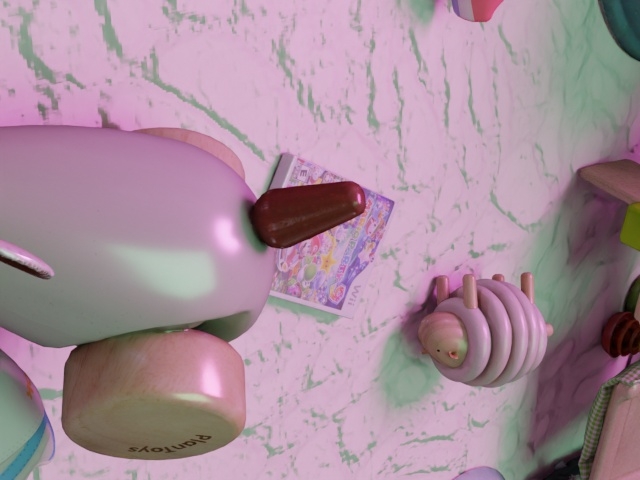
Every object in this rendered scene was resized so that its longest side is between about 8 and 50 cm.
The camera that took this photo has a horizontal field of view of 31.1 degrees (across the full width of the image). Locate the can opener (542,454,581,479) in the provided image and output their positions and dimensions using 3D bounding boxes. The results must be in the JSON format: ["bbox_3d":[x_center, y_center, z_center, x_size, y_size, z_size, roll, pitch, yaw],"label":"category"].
[{"bbox_3d":[0.262,0.241,1.153,0.186,0.073,0.059,-20,84,-47],"label":"can opener"}]

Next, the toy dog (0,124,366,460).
[{"bbox_3d":[-0.109,-0.025,0.455,0.333,0.161,0.220,7,61,-57],"label":"toy dog"}]

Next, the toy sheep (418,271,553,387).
[{"bbox_3d":[0.129,0.068,0.875,0.132,0.091,0.091,-1,109,-31],"label":"toy sheep"}]

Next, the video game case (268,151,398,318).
[{"bbox_3d":[0.000,0.000,0.746,0.122,0.011,0.087,20,91,-52],"label":"video game case"}]

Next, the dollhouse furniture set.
[{"bbox_3d":[0.300,0.073,1.063,0.197,0.151,0.301,-12,124,-31],"label":"dollhouse furniture set"}]

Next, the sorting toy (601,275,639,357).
[{"bbox_3d":[0.322,0.083,1.145,0.102,0.042,0.061,-47,138,-25],"label":"sorting toy"}]

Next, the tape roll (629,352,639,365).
[{"bbox_3d":[0.466,0.140,1.323,0.392,0.072,0.392,-24,125,-41],"label":"tape roll"}]

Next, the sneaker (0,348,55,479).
[{"bbox_3d":[-0.208,0.145,0.509,0.229,0.087,0.092,-49,140,-20],"label":"sneaker"}]

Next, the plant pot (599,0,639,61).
[{"bbox_3d":[0.442,-0.270,0.880,0.341,0.334,0.341,-24,124,-41],"label":"plant pot"}]

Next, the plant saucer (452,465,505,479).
[{"bbox_3d":[0.127,0.298,1.023,0.195,0.037,0.195,-26,126,-42],"label":"plant saucer"}]

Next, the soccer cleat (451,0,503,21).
[{"bbox_3d":[0.166,-0.242,0.781,0.248,0.083,0.095,-42,151,-28],"label":"soccer cleat"}]
